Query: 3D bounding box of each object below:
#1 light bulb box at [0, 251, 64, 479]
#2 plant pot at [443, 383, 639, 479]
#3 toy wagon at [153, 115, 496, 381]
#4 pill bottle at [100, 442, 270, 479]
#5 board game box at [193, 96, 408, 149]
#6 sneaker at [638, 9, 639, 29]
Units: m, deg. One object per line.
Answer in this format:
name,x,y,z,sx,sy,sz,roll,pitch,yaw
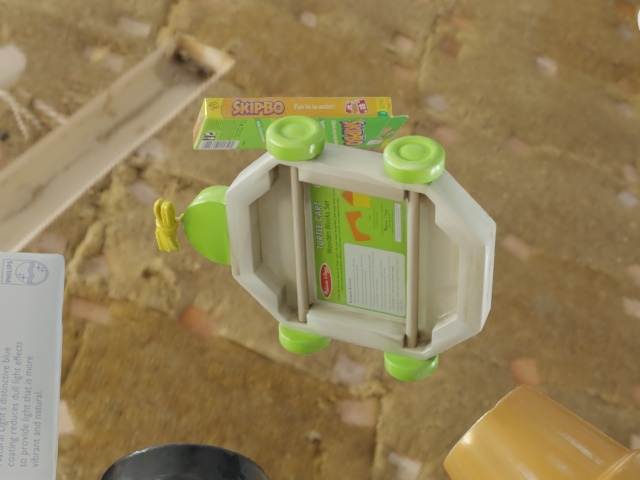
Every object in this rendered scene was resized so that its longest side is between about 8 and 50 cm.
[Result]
light bulb box,-0.399,0.196,1.047,0.361,0.358,0.225,3,-132,-12
plant pot,0.238,0.261,1.354,0.188,0.205,0.205,45,-134,18
toy wagon,0.000,0.000,1.281,0.344,0.267,0.068,12,-140,18
pill bottle,-0.069,0.215,0.619,0.123,0.123,0.219,12,-133,-15
board game box,-0.027,-0.148,1.644,0.259,0.124,0.039,1,-104,-12
sneaker,0.274,-0.182,0.831,0.158,0.065,0.061,-30,-121,-1
